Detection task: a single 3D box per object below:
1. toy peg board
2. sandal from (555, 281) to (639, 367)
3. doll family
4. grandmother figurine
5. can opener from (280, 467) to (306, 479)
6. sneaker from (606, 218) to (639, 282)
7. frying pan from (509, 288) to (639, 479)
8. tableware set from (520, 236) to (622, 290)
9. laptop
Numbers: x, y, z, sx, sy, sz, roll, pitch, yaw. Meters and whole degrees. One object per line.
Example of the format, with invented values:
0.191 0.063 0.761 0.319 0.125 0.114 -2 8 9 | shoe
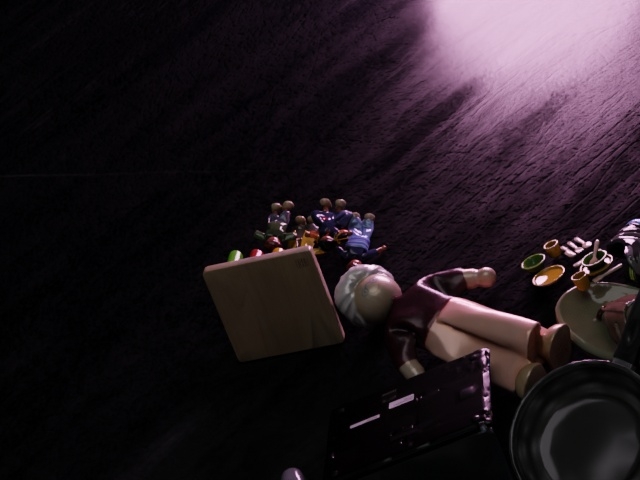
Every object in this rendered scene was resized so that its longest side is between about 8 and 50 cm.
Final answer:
-0.062 0.074 2.099 0.161 0.161 0.079 -12 30 14 | toy peg board
0.428 0.113 1.868 0.120 0.086 0.303 -44 41 -20 | sandal
0.000 0.000 2.195 0.193 0.076 0.111 -6 42 16 | doll family
0.168 0.109 1.994 0.342 0.104 0.208 18 50 34 | grandmother figurine
-0.007 0.408 1.796 0.074 0.093 0.280 -26 48 -1 | can opener
0.447 0.040 1.954 0.078 0.067 0.188 -33 37 -5 | sneaker
0.336 0.184 1.821 0.197 0.053 0.326 -5 63 28 | frying pan
0.336 0.031 2.004 0.104 0.024 0.154 -31 21 -4 | tableware set
0.134 0.293 1.834 0.234 0.136 0.264 -24 25 16 | laptop
